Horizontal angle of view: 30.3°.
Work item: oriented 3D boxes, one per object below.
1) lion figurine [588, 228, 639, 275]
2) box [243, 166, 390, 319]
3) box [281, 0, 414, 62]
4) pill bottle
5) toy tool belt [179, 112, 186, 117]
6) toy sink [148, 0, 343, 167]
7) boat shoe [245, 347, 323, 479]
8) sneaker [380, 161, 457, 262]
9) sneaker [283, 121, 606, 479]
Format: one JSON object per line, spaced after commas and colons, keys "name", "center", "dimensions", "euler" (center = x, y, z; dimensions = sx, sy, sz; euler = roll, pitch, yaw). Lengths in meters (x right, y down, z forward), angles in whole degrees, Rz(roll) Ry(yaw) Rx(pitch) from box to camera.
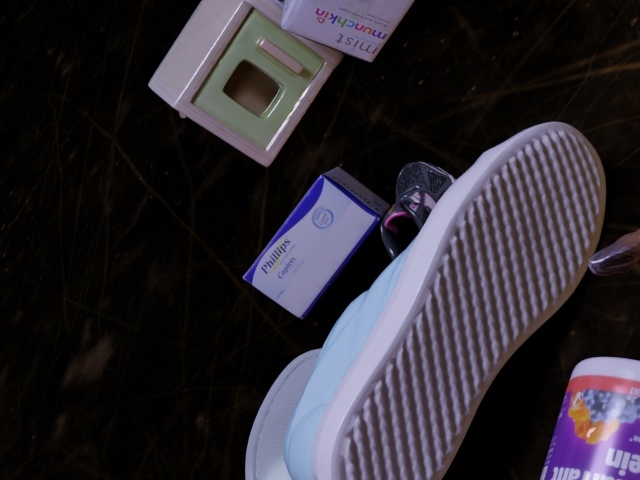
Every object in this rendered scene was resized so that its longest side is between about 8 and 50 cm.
{"name": "lion figurine", "center": [0.318, -0.140, 0.722], "dimensions": [0.392, 0.142, 0.240], "euler": [-33, 24, 22]}
{"name": "box", "center": [0.000, 0.000, 1.157], "dimensions": [0.126, 0.072, 0.137], "euler": [-53, -2, 11]}
{"name": "box", "center": [0.063, -0.382, 1.350], "dimensions": [0.231, 0.126, 0.262], "euler": [127, 157, -54]}
{"name": "pill bottle", "center": [0.185, 0.180, 0.738], "dimensions": [0.108, 0.108, 0.194], "euler": [-6, 58, 54]}
{"name": "toy tool belt", "center": [-0.185, -0.216, 1.721], "dimensions": [0.083, 0.052, 0.051], "euler": [-31, 71, 44]}
{"name": "toy sink", "center": [-0.076, -0.236, 1.463], "dimensions": [0.234, 0.152, 0.131], "euler": [-55, 30, 3]}
{"name": "boat shoe", "center": [-0.004, 0.233, 0.982], "dimensions": [0.114, 0.091, 0.303], "euler": [-3, 51, 18]}
{"name": "sneaker", "center": [0.091, -0.018, 1.089], "dimensions": [0.072, 0.077, 0.178], "euler": [-42, 33, 24]}
{"name": "sneaker", "center": [0.084, 0.050, 0.946], "dimensions": [0.366, 0.135, 0.150], "euler": [-51, 23, -19]}
